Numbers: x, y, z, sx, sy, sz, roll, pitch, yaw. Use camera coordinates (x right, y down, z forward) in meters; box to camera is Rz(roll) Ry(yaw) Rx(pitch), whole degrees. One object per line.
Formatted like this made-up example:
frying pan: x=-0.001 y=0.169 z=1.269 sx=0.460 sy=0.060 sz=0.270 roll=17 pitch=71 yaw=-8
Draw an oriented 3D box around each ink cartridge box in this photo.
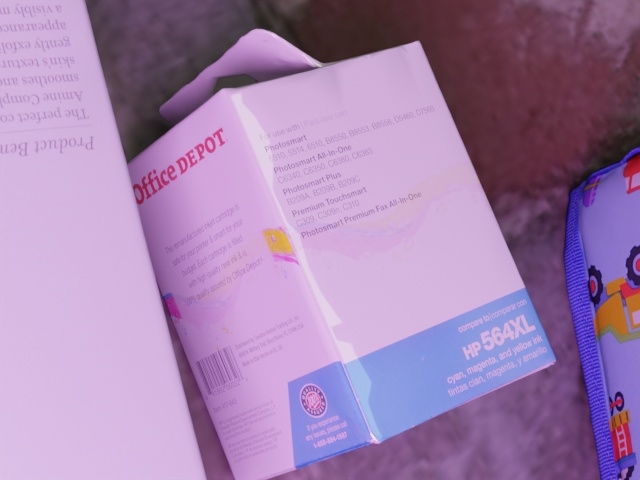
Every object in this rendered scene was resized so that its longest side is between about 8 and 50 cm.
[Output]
ink cartridge box: x=0.000 y=0.000 z=0.574 sx=0.090 sy=0.092 sz=0.143 roll=-18 pitch=85 yaw=-36

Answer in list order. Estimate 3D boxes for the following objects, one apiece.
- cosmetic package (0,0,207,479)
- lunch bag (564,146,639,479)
cosmetic package: x=-0.119 y=0.015 z=0.500 sx=0.117 sy=0.085 sz=0.231 roll=-8 pitch=80 yaw=-34
lunch bag: x=0.202 y=0.058 z=0.603 sx=0.138 sy=0.221 sz=0.293 roll=-10 pitch=79 yaw=-35
